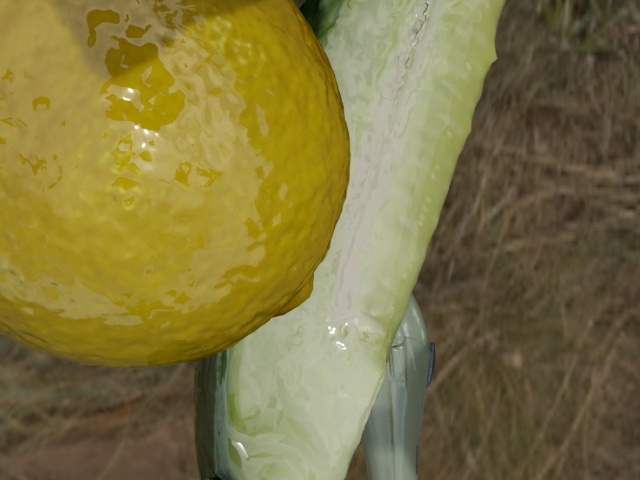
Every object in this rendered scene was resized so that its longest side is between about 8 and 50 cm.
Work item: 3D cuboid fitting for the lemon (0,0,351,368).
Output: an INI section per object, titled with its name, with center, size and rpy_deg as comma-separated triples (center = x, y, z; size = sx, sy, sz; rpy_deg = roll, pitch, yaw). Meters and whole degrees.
[lemon]
center = -0.087, -0.045, 0.745
size = 0.187, 0.187, 0.244
rpy_deg = -41, 121, 19

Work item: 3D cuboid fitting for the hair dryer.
[hair dryer]
center = 0.050, 0.144, 1.264
size = 0.067, 0.167, 0.199
rpy_deg = -4, 133, 5

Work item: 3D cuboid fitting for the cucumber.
[cucumber]
center = -0.002, 0.000, 0.889
size = 0.105, 0.145, 0.325
rpy_deg = 21, 74, -11
